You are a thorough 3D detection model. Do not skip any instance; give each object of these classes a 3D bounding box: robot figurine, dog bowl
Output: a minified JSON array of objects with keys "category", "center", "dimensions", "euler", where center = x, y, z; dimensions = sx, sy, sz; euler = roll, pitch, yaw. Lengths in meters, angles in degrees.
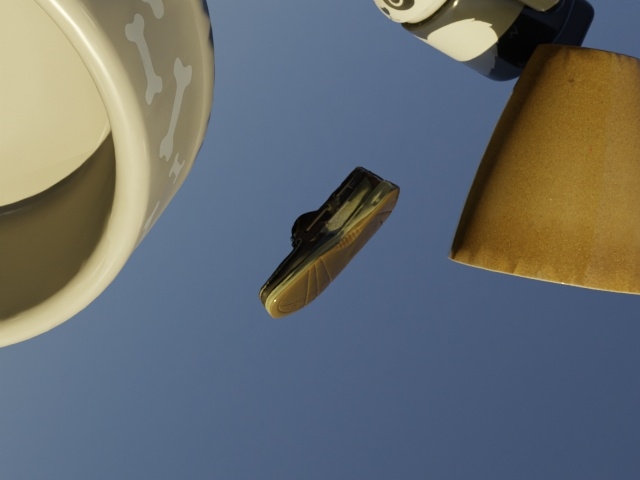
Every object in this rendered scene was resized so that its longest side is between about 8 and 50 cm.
[{"category":"robot figurine","center":[0.187,-0.294,1.571],"dimensions":[0.209,0.278,0.173],"euler":[-40,-147,41]},{"category":"dog bowl","center":[-0.233,-0.079,0.698],"dimensions":[0.349,0.349,0.102],"euler":[-47,-157,34]}]

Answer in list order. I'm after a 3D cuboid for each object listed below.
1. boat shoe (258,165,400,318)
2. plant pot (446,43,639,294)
[{"category":"boat shoe","center":[0.000,0.000,1.053],"dimensions":[0.152,0.049,0.056],"euler":[-43,157,-26]},{"category":"plant pot","center":[0.281,-0.084,1.486],"dimensions":[0.237,0.237,0.254],"euler":[-160,-101,-67]}]
